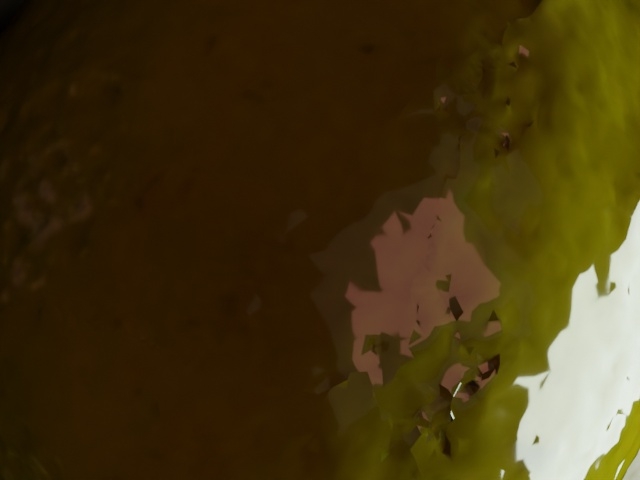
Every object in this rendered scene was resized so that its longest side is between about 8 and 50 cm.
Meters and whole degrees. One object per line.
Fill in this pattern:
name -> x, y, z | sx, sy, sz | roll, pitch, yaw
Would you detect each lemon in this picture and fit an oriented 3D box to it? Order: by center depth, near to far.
lemon -> 0.001, -0.002, 0.653 | 0.284, 0.260, 0.260 | -42, 116, -28
